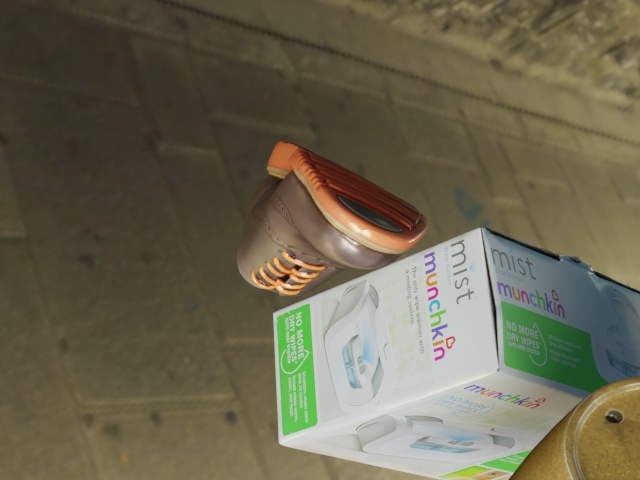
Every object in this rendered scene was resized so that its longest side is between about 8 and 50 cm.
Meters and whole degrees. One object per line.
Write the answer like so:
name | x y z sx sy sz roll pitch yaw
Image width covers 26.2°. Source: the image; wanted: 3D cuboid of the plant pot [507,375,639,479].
plant pot | 0.194 0.207 0.859 0.237 0.237 0.254 -84 176 -45

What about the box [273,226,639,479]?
box | 0.132 0.106 1.155 0.262 0.231 0.126 21 57 -43

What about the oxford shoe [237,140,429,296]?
oxford shoe | 0.000 0.000 0.900 0.097 0.098 0.271 29 2 -9
